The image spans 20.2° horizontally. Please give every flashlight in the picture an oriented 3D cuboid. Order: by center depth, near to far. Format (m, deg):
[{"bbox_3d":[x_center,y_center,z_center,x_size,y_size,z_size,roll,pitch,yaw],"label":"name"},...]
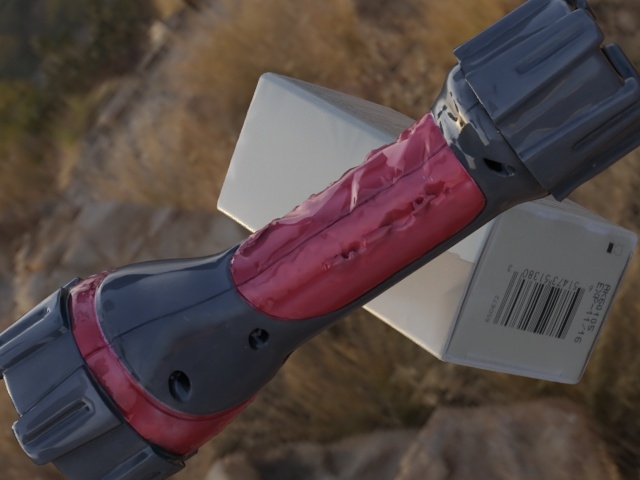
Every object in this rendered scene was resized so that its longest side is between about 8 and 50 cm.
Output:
[{"bbox_3d":[0.000,0.000,0.785,0.304,0.103,0.103,-34,28,13],"label":"flashlight"}]

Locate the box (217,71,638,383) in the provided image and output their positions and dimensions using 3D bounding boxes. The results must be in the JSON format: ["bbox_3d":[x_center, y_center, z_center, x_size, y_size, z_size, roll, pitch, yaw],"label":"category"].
[{"bbox_3d":[0.070,-0.016,1.347,0.311,0.148,0.121,33,106,51],"label":"box"}]
